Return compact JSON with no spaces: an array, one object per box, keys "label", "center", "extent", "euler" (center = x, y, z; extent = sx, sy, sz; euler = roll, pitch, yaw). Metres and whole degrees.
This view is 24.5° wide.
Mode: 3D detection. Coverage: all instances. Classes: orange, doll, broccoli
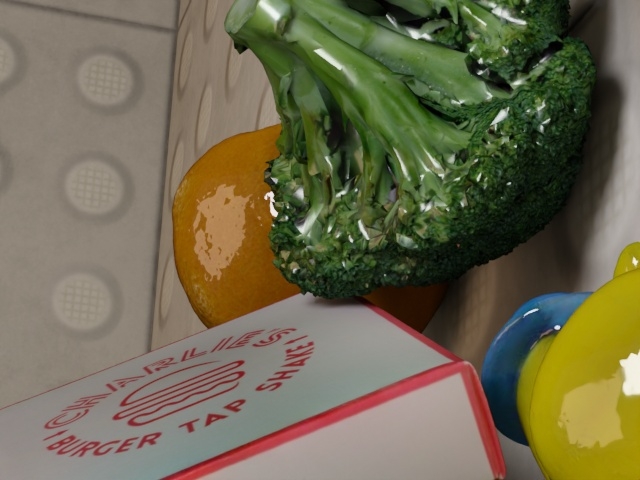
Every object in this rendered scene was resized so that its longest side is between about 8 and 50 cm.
[{"label":"orange","center":[0.000,0.000,1.263],"extent":[0.183,0.248,0.249],"euler":[116,158,-66]},{"label":"doll","center":[0.166,0.101,0.770],"extent":[0.363,0.145,0.200],"euler":[153,117,-81]},{"label":"broccoli","center":[0.052,-0.101,1.049],"extent":[0.308,0.275,0.308],"euler":[-50,22,28]}]

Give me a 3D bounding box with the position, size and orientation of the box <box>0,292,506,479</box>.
[{"label":"box","center":[-0.044,0.233,0.982],"extent":[0.312,0.314,0.300],"euler":[-153,43,-75]}]
